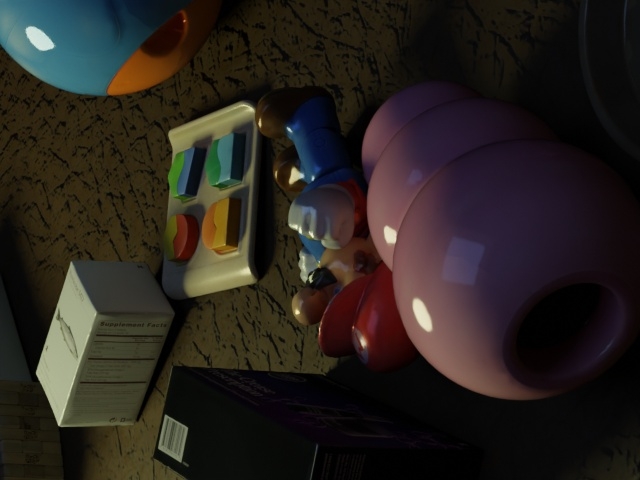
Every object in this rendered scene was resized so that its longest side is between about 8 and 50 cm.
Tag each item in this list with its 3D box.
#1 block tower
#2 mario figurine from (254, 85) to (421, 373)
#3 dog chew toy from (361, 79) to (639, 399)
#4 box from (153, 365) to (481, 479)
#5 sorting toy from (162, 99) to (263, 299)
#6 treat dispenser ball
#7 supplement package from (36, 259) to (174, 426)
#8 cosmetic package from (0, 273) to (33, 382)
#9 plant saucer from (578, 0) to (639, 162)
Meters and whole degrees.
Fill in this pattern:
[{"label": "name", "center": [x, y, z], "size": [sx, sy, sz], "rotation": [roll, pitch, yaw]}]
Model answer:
[{"label": "block tower", "center": [-0.395, 0.359, 1.983], "size": [0.097, 0.091, 0.335], "rotation": [-34, 57, 46]}, {"label": "mario figurine", "center": [0.000, 0.000, 1.410], "size": [0.170, 0.198, 0.320], "rotation": [-48, 43, 23]}, {"label": "dog chew toy", "center": [0.131, -0.021, 1.225], "size": [0.206, 0.207, 0.332], "rotation": [-65, 31, 24]}, {"label": "box", "center": [-0.009, 0.197, 1.385], "size": [0.261, 0.184, 0.103], "rotation": [19, 97, 54]}, {"label": "sorting toy", "center": [-0.132, -0.044, 1.729], "size": [0.193, 0.038, 0.208], "rotation": [-14, 73, 53]}, {"label": "treat dispenser ball", "center": [-0.252, -0.310, 1.730], "size": [0.288, 0.288, 0.288], "rotation": [-14, 73, 53]}, {"label": "supplement package", "center": [-0.263, 0.125, 1.813], "size": [0.105, 0.105, 0.179], "rotation": [55, 132, 45]}, {"label": "cosmetic package", "center": [-0.541, 0.195, 2.182], "size": [0.224, 0.138, 0.224], "rotation": [-55, 44, 32]}, {"label": "plant saucer", "center": [0.306, -0.183, 1.133], "size": [0.278, 0.041, 0.277], "rotation": [-15, 71, 52]}]
